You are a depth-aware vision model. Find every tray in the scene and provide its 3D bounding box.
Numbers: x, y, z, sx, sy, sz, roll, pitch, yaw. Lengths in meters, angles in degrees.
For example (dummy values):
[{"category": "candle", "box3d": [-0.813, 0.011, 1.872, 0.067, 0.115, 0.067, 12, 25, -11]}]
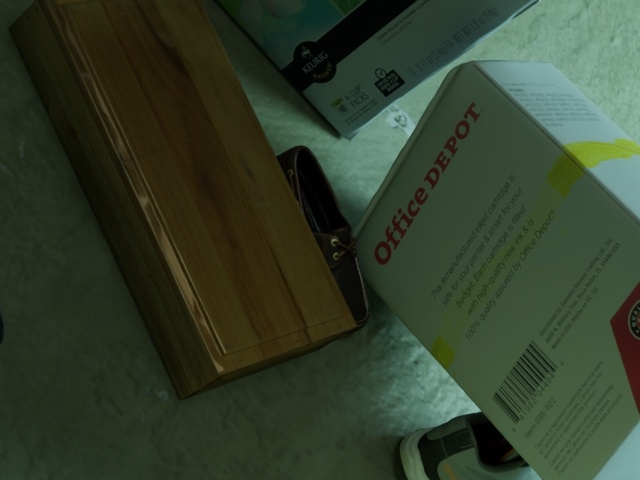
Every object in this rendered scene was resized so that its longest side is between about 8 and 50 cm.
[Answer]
[{"category": "tray", "box3d": [-0.134, -0.063, 1.621, 0.203, 0.076, 0.411, -16, 76, -47]}]

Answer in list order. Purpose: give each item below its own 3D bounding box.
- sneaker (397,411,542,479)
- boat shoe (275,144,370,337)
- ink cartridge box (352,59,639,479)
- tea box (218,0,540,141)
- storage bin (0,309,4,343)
[{"category": "sneaker", "box3d": [0.211, 0.230, 1.732, 0.271, 0.108, 0.100, 2, 62, -43]}, {"category": "boat shoe", "box3d": [0.000, 0.000, 1.706, 0.073, 0.073, 0.207, -21, 82, -50]}, {"category": "ink cartridge box", "box3d": [0.244, 0.032, 1.664, 0.160, 0.279, 0.385, -6, 46, -47]}, {"category": "tea box", "box3d": [0.065, -0.348, 1.789, 0.323, 0.329, 0.220, 47, 43, -8]}, {"category": "storage bin", "box3d": [-0.335, 0.040, 1.365, 0.091, 0.098, 0.135, -12, 73, -35]}]
